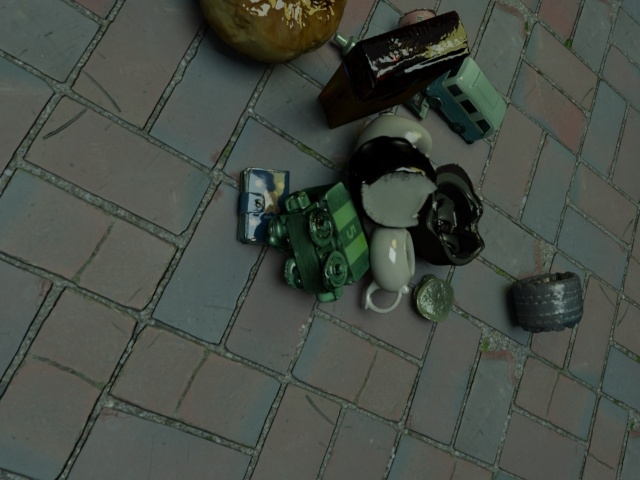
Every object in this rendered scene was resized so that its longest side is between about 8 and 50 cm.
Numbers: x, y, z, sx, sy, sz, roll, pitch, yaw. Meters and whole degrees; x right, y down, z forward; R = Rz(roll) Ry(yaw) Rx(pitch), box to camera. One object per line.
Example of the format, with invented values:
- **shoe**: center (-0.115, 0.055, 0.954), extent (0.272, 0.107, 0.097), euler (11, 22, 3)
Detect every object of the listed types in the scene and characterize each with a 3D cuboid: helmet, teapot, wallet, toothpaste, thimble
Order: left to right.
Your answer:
- **wallet**: center (-0.147, -0.088, 1.353), extent (0.141, 0.059, 0.202), euler (3, 83, -25)
- **toothpaste**: center (0.197, -0.512, 1.576), extent (0.392, 0.061, 0.098), euler (29, 67, -24)
- **teapot**: center (0.188, 0.056, 1.450), extent (0.204, 0.140, 0.297), euler (43, 45, -65)
- **helmet**: center (0.356, -0.063, 1.541), extent (0.225, 0.177, 0.305), euler (7, 73, -32)
- **thimble**: center (0.757, 0.204, 1.704), extent (0.236, 0.205, 0.172), euler (-14, 95, -52)

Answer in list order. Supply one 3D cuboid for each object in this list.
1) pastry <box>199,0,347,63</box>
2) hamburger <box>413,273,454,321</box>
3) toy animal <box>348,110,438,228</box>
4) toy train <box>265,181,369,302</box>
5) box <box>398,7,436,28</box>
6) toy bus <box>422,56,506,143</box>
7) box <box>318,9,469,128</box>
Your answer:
- **pastry**: center (-0.129, -0.652, 1.318), extent (0.410, 0.245, 0.408), euler (-4, 97, -31)
- **hamburger**: center (0.345, 0.178, 1.569), extent (0.133, 0.062, 0.140), euler (42, 70, -12)
- **toy animal**: center (0.191, -0.210, 1.408), extent (0.251, 0.251, 0.309), euler (24, 37, -23)
- **toy train**: center (0.000, 0.000, 1.329), extent (0.238, 0.167, 0.298), euler (-41, 119, -49)
- **box**: center (0.309, -0.634, 1.606), extent (0.151, 0.151, 0.135), euler (6, 72, -26)
- **toy bus**: center (0.479, -0.447, 1.645), extent (0.271, 0.165, 0.133), euler (39, 68, -28)
- **box**: center (0.167, -0.422, 1.326), extent (0.265, 0.415, 0.115), euler (-21, 94, -13)
